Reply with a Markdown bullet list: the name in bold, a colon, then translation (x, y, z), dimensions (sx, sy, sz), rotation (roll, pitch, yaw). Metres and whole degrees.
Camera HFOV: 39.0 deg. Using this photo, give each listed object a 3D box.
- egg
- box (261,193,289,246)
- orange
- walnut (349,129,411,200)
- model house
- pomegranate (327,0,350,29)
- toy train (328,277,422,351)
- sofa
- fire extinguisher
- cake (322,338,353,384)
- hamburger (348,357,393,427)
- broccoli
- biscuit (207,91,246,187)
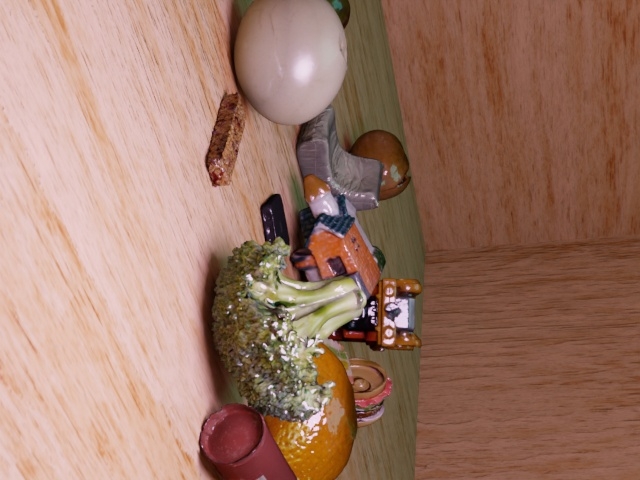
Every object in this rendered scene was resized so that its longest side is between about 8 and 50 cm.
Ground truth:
- **egg**: translation (-0.056, -0.355, 1.726), dimensions (0.219, 0.219, 0.269), rotation (7, 75, -77)
- **box**: translation (-0.094, -0.027, 1.884), dimensions (0.125, 0.027, 0.126), rotation (-61, 143, -72)
- **orange**: translation (-0.029, 0.335, 1.755), dimensions (0.262, 0.196, 0.334), rotation (89, -6, -69)
- **walnut**: translation (0.170, -0.218, 2.750), dimensions (0.298, 0.203, 0.203), rotation (-69, 151, -59)
- **model house**: translation (0.000, 0.000, 2.039), dimensions (0.300, 0.190, 0.271), rotation (66, 21, -12)
- **pomegranate**: translation (-0.031, -0.547, 2.044), dimensions (0.181, 0.182, 0.224), rotation (51, 21, -68)
- **toy train**: translation (0.123, 0.185, 2.193), dimensions (0.369, 0.232, 0.163), rotation (93, -3, -81)
- **sofa**: translation (0.051, -0.206, 2.234), dimensions (0.210, 0.176, 0.225), rotation (-76, 157, -55)
- **fire extinguisher**: translation (-0.111, 0.413, 1.505), dimensions (0.147, 0.106, 0.337), rotation (-50, 144, -25)
- **cake**: translation (0.017, 0.268, 2.006), dimensions (0.225, 0.090, 0.109), rotation (75, 1, -68)
- **hamburger**: translation (0.088, 0.386, 2.246), dimensions (0.175, 0.175, 0.136), rotation (-70, 166, -61)
- **broccoli**: translation (-0.072, 0.138, 1.486), dimensions (0.260, 0.235, 0.288), rotation (-39, 130, -51)
- **biscuit**: translation (-0.165, -0.179, 1.598), dimensions (0.199, 0.034, 0.064), rotation (-81, 161, -44)
